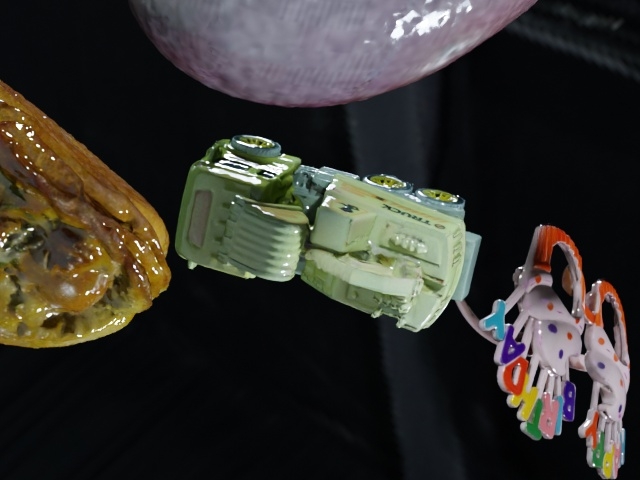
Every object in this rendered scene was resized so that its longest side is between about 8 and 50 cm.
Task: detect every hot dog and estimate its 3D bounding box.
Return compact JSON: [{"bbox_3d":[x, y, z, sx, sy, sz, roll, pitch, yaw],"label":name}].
[{"bbox_3d":[-0.243,-0.024,1.391,0.272,0.122,0.196,42,-60,-7],"label":"hot dog"}]

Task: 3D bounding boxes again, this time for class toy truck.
[{"bbox_3d":[0.000,0.000,1.157,0.191,0.116,0.085,17,-74,12],"label":"toy truck"}]

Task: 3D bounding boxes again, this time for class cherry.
[{"bbox_3d":[-0.002,-0.165,0.843,0.183,0.266,0.213,104,-18,-52],"label":"cherry"}]

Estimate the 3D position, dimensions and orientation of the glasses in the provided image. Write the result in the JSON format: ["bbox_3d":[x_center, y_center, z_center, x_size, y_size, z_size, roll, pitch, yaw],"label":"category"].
[{"bbox_3d":[0.168,0.092,1.391,0.095,0.162,0.255,-16,-31,29],"label":"glasses"}]
